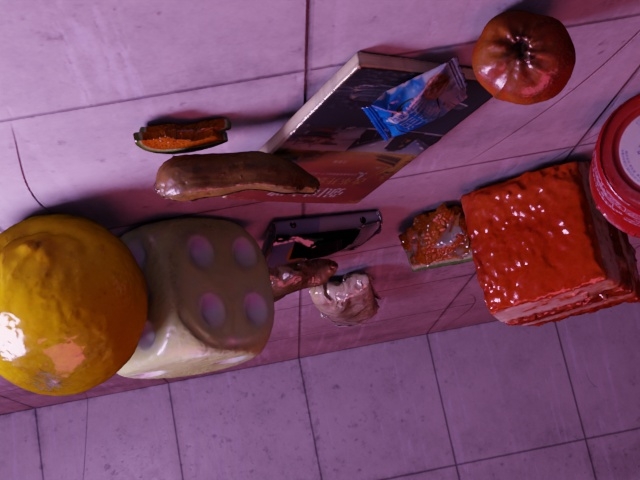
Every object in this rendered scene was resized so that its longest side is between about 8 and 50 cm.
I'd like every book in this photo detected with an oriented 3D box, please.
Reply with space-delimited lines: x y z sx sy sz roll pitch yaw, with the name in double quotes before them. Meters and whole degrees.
"book" 0.053 -0.146 1.360 0.262 0.028 0.374 -1 156 -36

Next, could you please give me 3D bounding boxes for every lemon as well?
"lemon" -0.415 0.100 1.504 0.296 0.297 0.297 -11 165 -3

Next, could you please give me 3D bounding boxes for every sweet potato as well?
"sweet potato" -0.111 -0.089 1.297 0.232 0.062 0.081 -2 167 -12

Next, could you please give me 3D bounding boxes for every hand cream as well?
"hand cream" 0.547 -0.120 1.514 0.230 0.230 0.149 -14 164 11

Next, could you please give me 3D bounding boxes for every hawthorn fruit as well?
"hawthorn fruit" 0.246 -0.217 1.135 0.128 0.128 0.128 -11 165 -3

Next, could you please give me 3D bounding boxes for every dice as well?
"dice" -0.250 0.112 1.720 0.249 0.252 0.254 6 157 -46

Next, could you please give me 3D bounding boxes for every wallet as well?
"wallet" 0.000 0.000 1.856 0.230 0.069 0.170 -8 160 -19

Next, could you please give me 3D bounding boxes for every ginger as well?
"ginger" -0.120 0.103 2.122 0.332 0.080 0.166 -21 151 22

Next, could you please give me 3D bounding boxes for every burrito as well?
"burrito" 0.069 0.154 2.425 0.175 0.107 0.348 1 164 5

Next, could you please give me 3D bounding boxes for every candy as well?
"candy" 0.128 -0.182 1.227 0.136 0.038 0.088 -27 144 11

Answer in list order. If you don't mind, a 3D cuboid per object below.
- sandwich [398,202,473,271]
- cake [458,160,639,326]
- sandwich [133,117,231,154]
"sandwich" 0.234 0.001 1.955 0.184 0.109 0.160 -20 165 28
"cake" 0.453 0.013 1.842 0.270 0.270 0.319 -19 165 28
"sandwich" -0.189 -0.139 1.260 0.135 0.029 0.067 -5 166 -30
